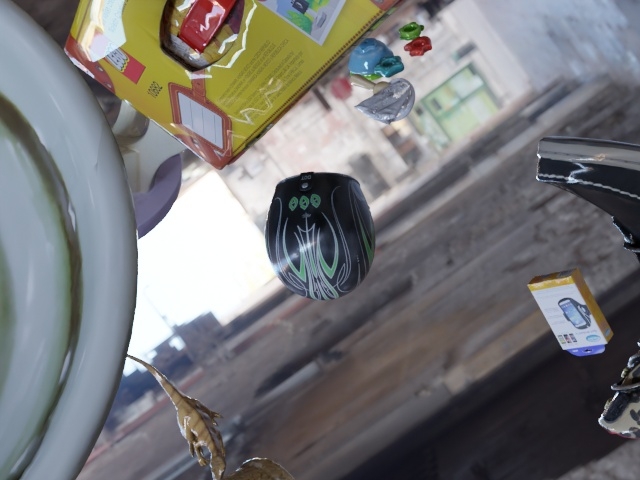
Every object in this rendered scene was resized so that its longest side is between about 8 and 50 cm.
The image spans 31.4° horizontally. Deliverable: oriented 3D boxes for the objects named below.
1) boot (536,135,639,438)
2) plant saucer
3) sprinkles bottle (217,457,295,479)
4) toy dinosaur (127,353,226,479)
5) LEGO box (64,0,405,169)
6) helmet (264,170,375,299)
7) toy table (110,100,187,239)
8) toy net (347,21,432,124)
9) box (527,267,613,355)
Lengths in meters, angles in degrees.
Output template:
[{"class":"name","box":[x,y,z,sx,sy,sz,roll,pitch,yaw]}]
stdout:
[{"class":"boot","box":[0.355,0.067,1.161,0.377,0.284,0.138,18,-177,-21]},{"class":"plant saucer","box":[-0.291,0.032,0.593,0.400,0.400,0.100,56,168,16]},{"class":"sprinkles bottle","box":[-0.166,0.317,1.001,0.355,0.121,0.121,-23,-108,-38]},{"class":"toy dinosaur","box":[-0.167,0.219,1.456,0.211,0.064,0.112,46,166,26]},{"class":"LEGO box","box":[0.006,-0.302,0.891,0.193,0.372,0.500,37,161,-10]},{"class":"helmet","box":[0.000,0.000,1.577,0.169,0.169,0.161,35,-131,-66]},{"class":"toy table","box":[-0.286,-0.123,1.582,0.274,0.252,0.161,-81,-2,-51]},{"class":"toy net","box":[0.100,-0.217,1.538,0.232,0.122,0.045,-95,-11,-52]},{"class":"box","box":[0.372,0.108,1.679,0.028,0.081,0.136,-45,-70,-39]}]
